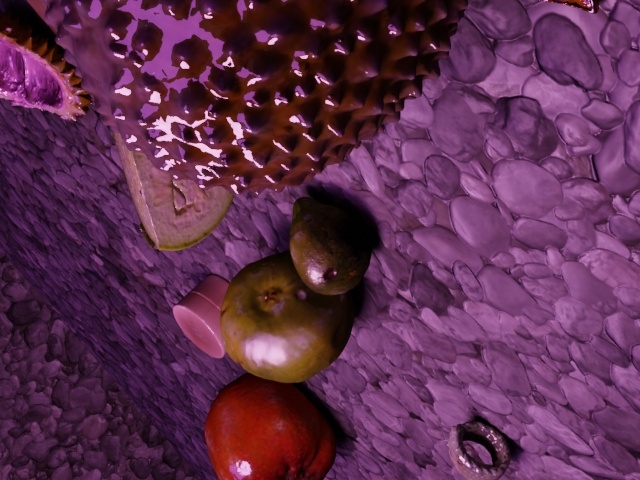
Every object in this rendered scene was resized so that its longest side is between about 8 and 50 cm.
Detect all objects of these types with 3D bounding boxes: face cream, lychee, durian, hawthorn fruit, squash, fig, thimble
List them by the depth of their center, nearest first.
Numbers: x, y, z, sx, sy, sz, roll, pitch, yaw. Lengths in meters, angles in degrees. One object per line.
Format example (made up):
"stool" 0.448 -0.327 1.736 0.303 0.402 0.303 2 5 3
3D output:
"lychee" -0.061 -0.234 0.798 0.432 0.380 0.380 -15 116 44
"fig" 0.000 0.000 1.304 0.156 0.123 0.123 44 155 31
"thimble" 0.258 0.348 1.432 0.110 0.084 0.062 34 150 18
"squash" -0.309 -0.134 1.459 0.309 0.210 0.233 13 126 40
"fig" -0.056 0.160 1.470 0.233 0.233 0.314 33 144 23
"durian" -0.554 -0.347 1.631 0.341 0.112 0.191 20 134 28
"face cream" -0.223 0.160 1.831 0.149 0.104 0.149 33 150 23
"hawthorn fruit" -0.116 0.431 1.886 0.311 0.295 0.295 65 157 17

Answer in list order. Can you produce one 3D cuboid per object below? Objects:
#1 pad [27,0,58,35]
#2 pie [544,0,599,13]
"pad" -0.458 -0.454 1.440 0.286 0.018 0.284 50 153 -8
"pie" 0.168 -0.264 0.811 0.191 0.033 0.088 24 141 37
